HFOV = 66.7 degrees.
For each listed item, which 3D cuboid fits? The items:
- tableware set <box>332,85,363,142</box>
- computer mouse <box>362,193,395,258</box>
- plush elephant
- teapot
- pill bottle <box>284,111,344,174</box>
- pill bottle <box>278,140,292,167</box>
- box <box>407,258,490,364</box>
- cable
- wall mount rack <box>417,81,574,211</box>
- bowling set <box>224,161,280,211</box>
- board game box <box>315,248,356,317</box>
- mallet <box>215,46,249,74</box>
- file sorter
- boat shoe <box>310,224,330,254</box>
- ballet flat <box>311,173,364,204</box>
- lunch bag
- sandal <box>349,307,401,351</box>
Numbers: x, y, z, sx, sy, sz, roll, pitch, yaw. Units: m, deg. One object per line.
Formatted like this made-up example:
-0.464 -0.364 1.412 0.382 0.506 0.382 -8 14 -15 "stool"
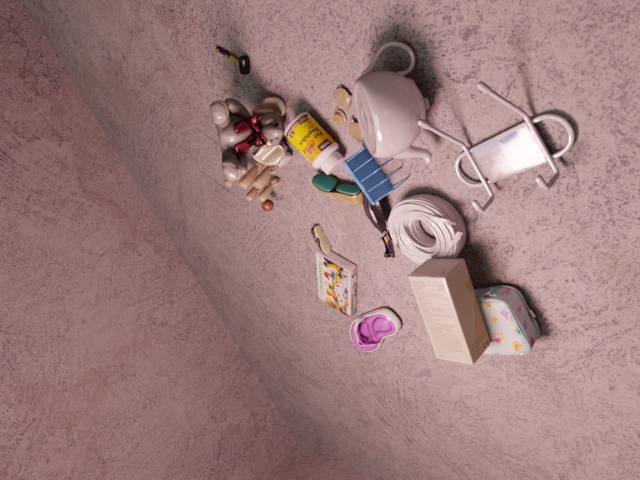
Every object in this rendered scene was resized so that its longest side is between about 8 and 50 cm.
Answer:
0.097 -0.408 1.575 0.168 0.020 0.141 42 144 18 "tableware set"
0.194 -0.059 1.661 0.184 0.060 0.262 -95 -13 -62 "computer mouse"
-0.237 -0.386 1.750 0.330 0.255 0.272 -112 13 -70 "plush elephant"
0.208 -0.363 1.342 0.256 0.187 0.252 77 175 -62 "teapot"
-0.018 -0.335 1.697 0.215 0.117 0.117 47 147 6 "pill bottle"
-0.186 -0.366 1.903 0.160 0.087 0.087 49 147 5 "pill bottle"
0.405 0.218 1.520 0.148 0.121 0.311 0 117 50 "box"
0.343 -0.033 1.575 0.257 0.089 0.257 36 145 25 "cable"
0.427 -0.239 1.229 0.304 0.130 0.350 56 146 -7 "wall mount rack"
-0.255 -0.240 2.094 0.287 0.154 0.200 11 148 44 "bowling set"
0.072 0.187 2.153 0.193 0.053 0.305 29 141 32 "board game box"
-0.332 -0.692 1.818 0.189 0.039 0.062 42 148 21 "mallet"
0.182 -0.227 1.560 0.170 0.118 0.104 54 144 -3 "file sorter"
0.001 -0.001 2.063 0.042 0.049 0.133 -17 102 53 "boat shoe"
0.062 -0.181 1.790 0.232 0.080 0.073 25 154 37 "ballet flat"
0.553 0.254 1.573 0.279 0.108 0.224 -17 103 54 "lunch bag"
0.211 0.407 2.149 0.169 0.102 0.416 45 147 10 "sandal"
